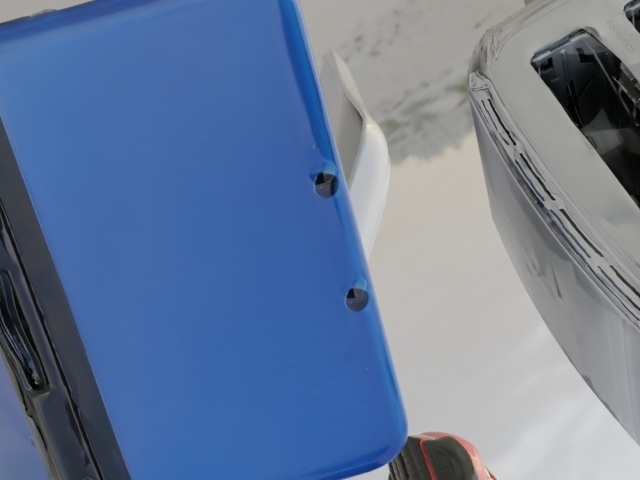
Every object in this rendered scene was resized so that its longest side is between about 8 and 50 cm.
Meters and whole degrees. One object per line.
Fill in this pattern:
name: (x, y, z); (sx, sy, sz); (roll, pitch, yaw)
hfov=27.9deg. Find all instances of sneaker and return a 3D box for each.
sneaker: (0.140, 0.257, 1.330); (0.136, 0.116, 0.314); (-12, 158, -13)

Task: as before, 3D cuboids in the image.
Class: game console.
game console: (-0.119, 0.006, 0.716); (0.173, 0.293, 0.250); (-28, -155, -30)

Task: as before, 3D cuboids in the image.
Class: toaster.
toaster: (0.146, -0.008, 0.507); (0.129, 0.227, 0.146); (-28, 145, 2)

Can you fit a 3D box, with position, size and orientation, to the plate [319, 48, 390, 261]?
plate: (0.000, 0.000, 1.077); (0.278, 0.045, 0.277); (-106, -150, -70)
